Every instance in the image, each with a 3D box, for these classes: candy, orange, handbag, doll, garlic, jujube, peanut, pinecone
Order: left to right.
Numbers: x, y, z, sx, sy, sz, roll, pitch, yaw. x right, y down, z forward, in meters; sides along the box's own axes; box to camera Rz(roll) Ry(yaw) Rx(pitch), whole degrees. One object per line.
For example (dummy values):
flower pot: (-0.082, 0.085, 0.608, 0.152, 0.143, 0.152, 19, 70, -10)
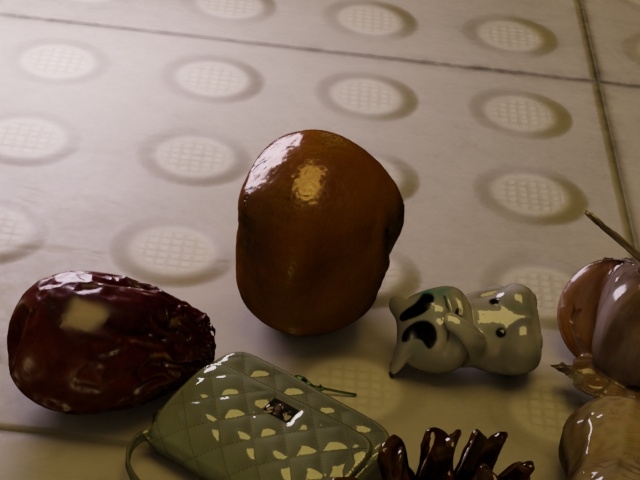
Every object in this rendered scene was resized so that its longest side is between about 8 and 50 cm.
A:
jujube: (-0.227, 0.115, 1.694, 0.236, 0.168, 0.168, 6, 29, -32)
handbag: (-0.072, 0.229, 1.608, 0.256, 0.079, 0.219, 25, 41, 27)
orange: (0.000, 0.000, 1.822, 0.183, 0.249, 0.249, 11, 33, 17)
candy: (0.001, 0.171, 1.759, 0.083, 0.025, 0.023, 12, 76, -7)
pinecone: (0.126, 0.277, 1.461, 0.201, 0.203, 0.229, -11, 20, 35)
doll: (0.176, 0.106, 1.806, 0.180, 0.107, 0.110, 3, 62, -11)
garlic: (0.347, 0.096, 1.783, 0.207, 0.256, 0.207, -21, 48, 26)
peanut: (0.309, 0.262, 1.579, 0.149, 0.149, 0.313, 11, 31, 5)
